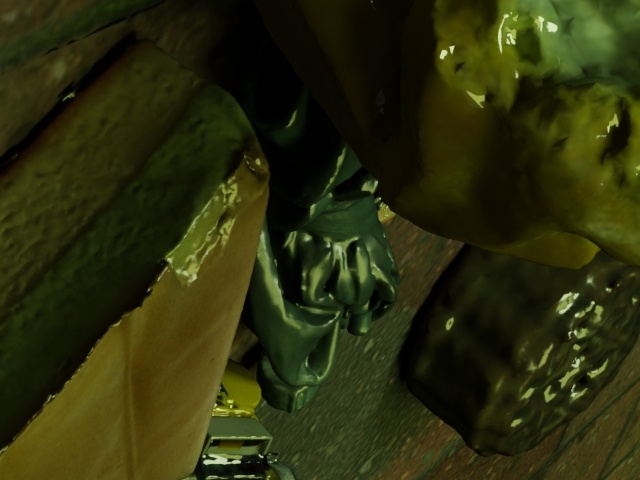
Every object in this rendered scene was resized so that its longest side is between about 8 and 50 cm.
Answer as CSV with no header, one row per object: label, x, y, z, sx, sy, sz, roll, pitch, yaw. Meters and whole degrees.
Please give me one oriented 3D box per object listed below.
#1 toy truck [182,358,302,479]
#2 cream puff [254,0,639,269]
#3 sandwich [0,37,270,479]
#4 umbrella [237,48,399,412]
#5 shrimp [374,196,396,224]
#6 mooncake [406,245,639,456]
toy truck,-0.100,0.178,1.020,0.098,0.114,0.227,7,119,-40
cream puff,0.105,-0.145,0.811,0.270,0.323,0.274,-24,-177,7
sandwich,-0.107,0.042,0.819,0.220,0.108,0.186,-50,158,-17
umbrella,0.003,0.000,0.999,0.143,0.094,0.349,-36,154,-29
shrimp,0.058,-0.058,1.112,0.091,0.025,0.127,-5,130,-60
mooncake,0.179,0.074,1.416,0.228,0.124,0.228,-42,155,-24
